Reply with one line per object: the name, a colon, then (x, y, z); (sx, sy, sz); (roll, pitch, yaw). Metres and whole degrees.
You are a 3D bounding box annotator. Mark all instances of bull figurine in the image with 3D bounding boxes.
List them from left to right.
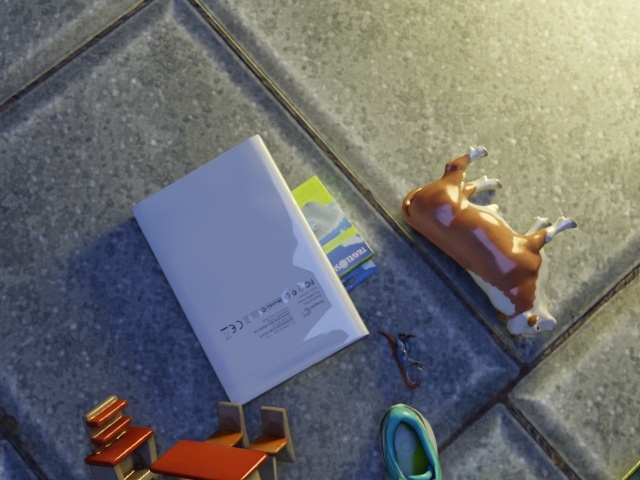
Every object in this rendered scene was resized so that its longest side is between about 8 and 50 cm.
bull figurine: (0.277, 0.003, 1.678); (0.310, 0.101, 0.188); (42, 73, 5)

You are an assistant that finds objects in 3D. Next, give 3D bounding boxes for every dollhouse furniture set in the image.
dollhouse furniture set: (-0.200, 0.303, 1.490); (0.259, 0.262, 0.135); (1, 111, 29)

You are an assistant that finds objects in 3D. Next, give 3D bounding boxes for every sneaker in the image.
sneaker: (0.142, 0.375, 1.563); (0.107, 0.110, 0.275); (-17, 77, 0)

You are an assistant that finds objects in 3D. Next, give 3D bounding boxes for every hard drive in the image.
hard drive: (-0.111, 0.047, 1.646); (0.233, 0.047, 0.353); (-30, 79, 4)

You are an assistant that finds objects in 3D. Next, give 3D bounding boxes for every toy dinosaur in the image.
toy dinosaur: (0.132, 0.186, 1.662); (0.090, 0.047, 0.082); (4, 82, 32)

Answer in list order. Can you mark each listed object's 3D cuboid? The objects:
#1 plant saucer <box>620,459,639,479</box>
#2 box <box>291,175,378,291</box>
plant saucer: (0.459, 0.435, 1.564); (0.188, 0.045, 0.188); (-34, 98, -28)
box: (0.000, 0.000, 1.691); (0.109, 0.042, 0.178); (-35, 79, -11)
